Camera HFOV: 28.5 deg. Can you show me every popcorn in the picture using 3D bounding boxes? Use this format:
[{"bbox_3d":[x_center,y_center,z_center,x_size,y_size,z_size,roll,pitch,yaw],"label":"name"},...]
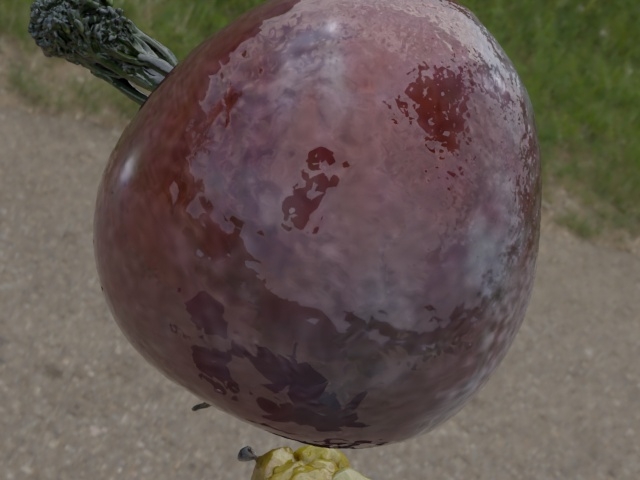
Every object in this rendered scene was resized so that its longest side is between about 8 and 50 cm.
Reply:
[{"bbox_3d":[-0.010,0.290,1.209,0.140,0.163,0.194,56,39,-35],"label":"popcorn"}]

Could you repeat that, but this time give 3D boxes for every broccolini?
[{"bbox_3d":[-0.134,-0.136,0.985,0.203,0.091,0.068,30,56,-26],"label":"broccolini"}]

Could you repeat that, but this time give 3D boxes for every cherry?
[{"bbox_3d":[0.000,0.000,0.682,0.236,0.285,0.213,22,26,-26],"label":"cherry"}]
